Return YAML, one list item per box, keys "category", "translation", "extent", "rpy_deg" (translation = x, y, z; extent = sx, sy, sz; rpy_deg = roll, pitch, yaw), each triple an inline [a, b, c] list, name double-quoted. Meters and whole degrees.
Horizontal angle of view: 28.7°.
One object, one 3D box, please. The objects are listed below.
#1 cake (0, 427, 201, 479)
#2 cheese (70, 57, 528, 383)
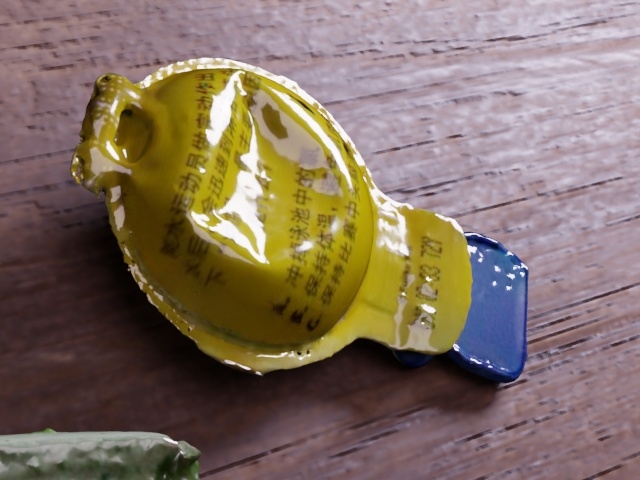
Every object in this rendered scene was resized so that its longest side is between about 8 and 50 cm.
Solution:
- category: "cake"
  translation: [-0.085, 0.177, 0.425]
  extent: [0.100, 0.099, 0.235]
  rpy_deg: [0, 65, -24]
- category: "cheese"
  translation: [0.000, 0.000, 0.582]
  extent: [0.250, 0.064, 0.156]
  rpy_deg: [24, 57, -24]
